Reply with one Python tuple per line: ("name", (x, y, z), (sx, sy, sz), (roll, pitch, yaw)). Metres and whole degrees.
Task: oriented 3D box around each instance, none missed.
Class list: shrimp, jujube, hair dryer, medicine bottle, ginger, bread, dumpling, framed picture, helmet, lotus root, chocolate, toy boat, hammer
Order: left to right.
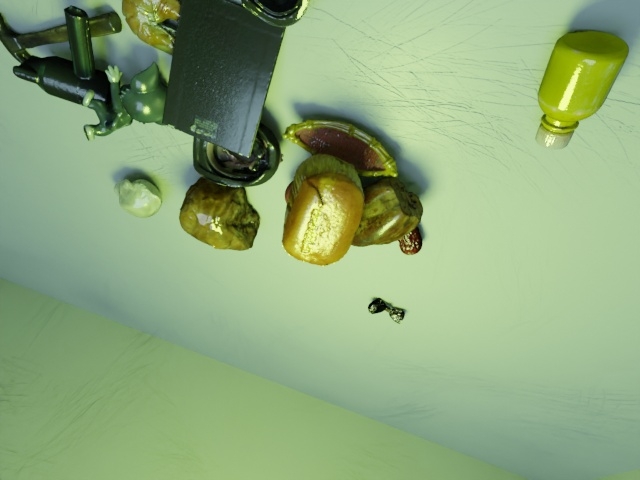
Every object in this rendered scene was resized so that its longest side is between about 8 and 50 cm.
("hammer", (-0.733, -0.577, 1.121), (0.440, 0.044, 0.168), (3, 136, 23))
("hair dryer", (-0.688, -0.505, 1.078), (0.245, 0.116, 0.302), (15, 144, -15))
("dumpling", (-0.680, -0.161, 1.502), (0.250, 0.132, 0.162), (0, 147, 47))
("shrimp", (-0.364, -0.523, 1.003), (0.267, 0.061, 0.145), (35, 130, -11))
("ginger", (-0.360, -0.081, 1.383), (0.223, 0.200, 0.269), (4, 137, 19))
("framed picture", (-0.251, -0.407, 1.000), (0.256, 0.014, 0.338), (21, 115, 0))
("helmet", (-0.226, -0.256, 1.166), (0.254, 0.154, 0.198), (13, 105, 25))
("helmet", (-0.095, -0.546, 0.815), (0.153, 0.107, 0.177), (-4, 153, 24))
("bread", (0.003, -0.071, 1.063), (0.204, 0.156, 0.288), (18, 122, -4))
("toy boat", (0.061, -0.249, 1.082), (0.318, 0.099, 0.141), (20, 138, -1))
("lotus root", (0.166, -0.071, 1.180), (0.193, 0.193, 0.291), (38, 145, -18))
("chocolate", (0.264, 0.278, 1.604), (0.147, 0.072, 0.070), (26, 138, -14))
("jujube", (0.278, -0.014, 1.267), (0.077, 0.077, 0.129), (-6, 122, 30))
("medicine bottle", (0.502, -0.290, 0.807), (0.122, 0.121, 0.212), (11, 140, 14))

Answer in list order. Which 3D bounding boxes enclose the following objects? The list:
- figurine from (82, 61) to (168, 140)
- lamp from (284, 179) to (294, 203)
("figurine", (-0.537, -0.377, 1.111), (0.140, 0.265, 0.193), (27, 147, 27))
("lamp", (-0.026, -0.117, 1.235), (0.182, 0.140, 0.182), (47, 168, 13))
